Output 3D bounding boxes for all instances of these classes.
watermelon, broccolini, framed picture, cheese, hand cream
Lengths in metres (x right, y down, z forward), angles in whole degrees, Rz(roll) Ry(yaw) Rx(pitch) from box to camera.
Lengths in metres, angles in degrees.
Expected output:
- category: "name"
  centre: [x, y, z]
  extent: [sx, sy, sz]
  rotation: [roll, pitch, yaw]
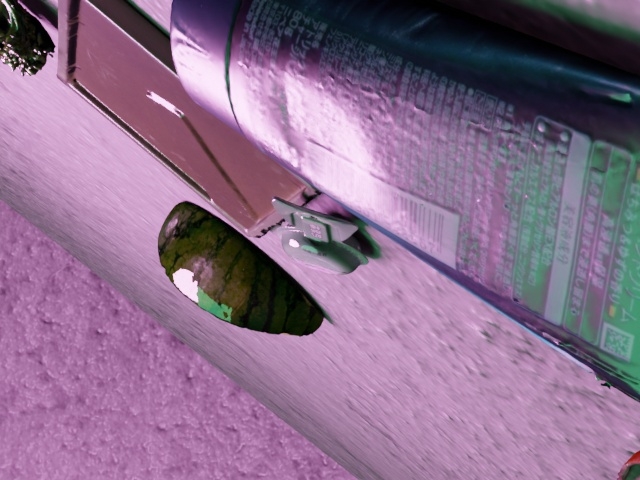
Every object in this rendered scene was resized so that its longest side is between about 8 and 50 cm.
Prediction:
- category: "watermelon"
  centre: [-0.077, 0.019, 1.229]
  extent: [0.181, 0.075, 0.092]
  rotation: [38, -148, 12]
- category: "broccolini"
  centre: [-0.250, -0.191, 0.908]
  extent: [0.071, 0.058, 0.254]
  rotation: [12, 161, 20]
- category: "framed picture"
  centre: [-0.103, -0.086, 0.950]
  extent: [0.213, 0.016, 0.289]
  rotation: [40, 169, -4]
- category: "cheese"
  centre: [0.000, 0.000, 0.895]
  extent: [0.067, 0.026, 0.121]
  rotation: [17, 166, 8]
- category: "hand cream"
  centre: [0.042, -0.039, 0.501]
  extent: [0.270, 0.061, 0.120]
  rotation: [34, 133, 39]

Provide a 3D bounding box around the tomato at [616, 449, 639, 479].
- category: "tomato"
  centre: [0.219, 0.128, 0.519]
  extent: [0.199, 0.112, 0.228]
  rotation: [47, 168, 3]
